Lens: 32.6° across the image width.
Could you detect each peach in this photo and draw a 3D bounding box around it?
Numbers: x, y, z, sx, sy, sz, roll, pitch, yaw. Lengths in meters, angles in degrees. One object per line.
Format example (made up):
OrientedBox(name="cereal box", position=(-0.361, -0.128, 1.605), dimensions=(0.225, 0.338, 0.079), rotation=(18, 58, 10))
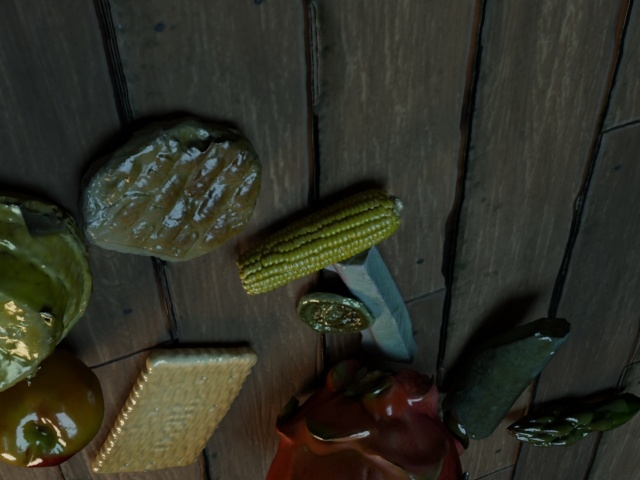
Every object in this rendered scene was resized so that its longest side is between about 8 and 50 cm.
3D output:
OrientedBox(name="peach", position=(-0.314, 0.191, 1.242), dimensions=(0.138, 0.138, 0.138), rotation=(-17, 143, -14))

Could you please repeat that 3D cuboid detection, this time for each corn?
OrientedBox(name="corn", position=(0.000, 0.000, 1.259), dimensions=(0.206, 0.067, 0.067), rotation=(-26, 144, -1))

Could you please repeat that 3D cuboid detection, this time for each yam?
OrientedBox(name="yam", position=(0.272, 0.194, 1.637), dimensions=(0.106, 0.106, 0.259), rotation=(-2, 136, -31))

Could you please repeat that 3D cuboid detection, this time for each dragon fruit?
OrientedBox(name="dragon fruit", position=(0.078, 0.297, 1.527), dimensions=(0.306, 0.225, 0.305), rotation=(14, 162, 5))

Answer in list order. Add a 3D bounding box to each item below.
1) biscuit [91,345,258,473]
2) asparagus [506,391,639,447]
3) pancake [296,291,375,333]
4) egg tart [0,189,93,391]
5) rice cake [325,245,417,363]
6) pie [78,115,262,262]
OrientedBox(name="biscuit", position=(-0.194, 0.223, 1.436), dimensions=(0.160, 0.030, 0.249), rotation=(1, 135, -34))
OrientedBox(name="asparagus", position=(0.445, 0.321, 1.925), dimensions=(0.287, 0.080, 0.080), rotation=(-3, 137, -29))
OrientedBox(name="pancake", position=(0.016, 0.093, 1.391), dimensions=(0.108, 0.017, 0.108), rotation=(5, 150, 3))
OrientedBox(name="egg tart", position=(-0.356, 0.069, 1.079), dimensions=(0.290, 0.115, 0.290), rotation=(-19, 143, -15))
OrientedBox(name="rice cake", position=(0.066, 0.081, 1.421), dimensions=(0.081, 0.051, 0.290), rotation=(0, 148, 20))
OrientedBox(name="pie", position=(-0.148, -0.051, 1.117), dimensions=(0.195, 0.046, 0.195), rotation=(-18, 141, -15))
